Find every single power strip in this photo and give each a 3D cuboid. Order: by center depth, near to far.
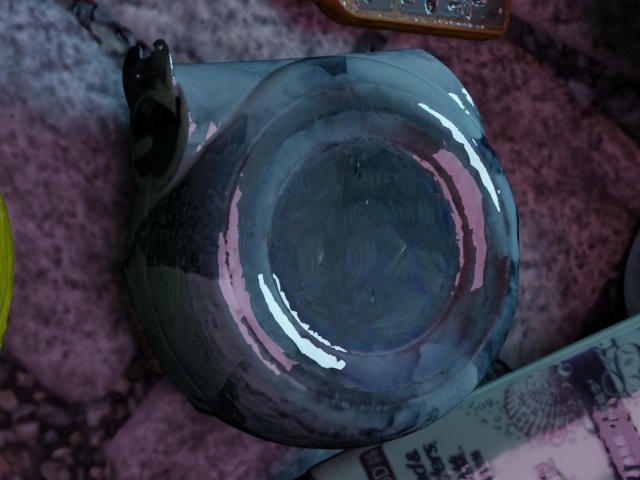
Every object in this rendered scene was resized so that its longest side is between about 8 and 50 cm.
[{"bbox_3d":[0.058,-0.174,1.347,0.178,0.028,0.049,4,89,-24],"label":"power strip"}]

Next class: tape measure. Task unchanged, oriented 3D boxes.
[{"bbox_3d":[0.000,0.000,1.257,0.256,0.147,0.275,-6,88,-27],"label":"tape measure"}]

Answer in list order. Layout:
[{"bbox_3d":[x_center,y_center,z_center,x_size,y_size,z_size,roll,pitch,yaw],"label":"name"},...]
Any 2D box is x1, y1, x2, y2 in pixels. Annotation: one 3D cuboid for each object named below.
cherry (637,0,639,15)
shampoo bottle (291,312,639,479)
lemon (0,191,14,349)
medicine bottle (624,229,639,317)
[{"bbox_3d":[0.400,-0.216,1.366,0.335,0.291,0.326,17,100,-10],"label":"cherry"},{"bbox_3d":[0.142,0.157,1.293,0.359,0.078,0.134,-25,83,-4],"label":"shampoo bottle"},{"bbox_3d":[-0.309,0.026,1.041,0.297,0.297,0.297,0,90,-25],"label":"lemon"},{"bbox_3d":[0.392,0.060,1.451,0.324,0.124,0.179,17,82,-26],"label":"medicine bottle"}]
